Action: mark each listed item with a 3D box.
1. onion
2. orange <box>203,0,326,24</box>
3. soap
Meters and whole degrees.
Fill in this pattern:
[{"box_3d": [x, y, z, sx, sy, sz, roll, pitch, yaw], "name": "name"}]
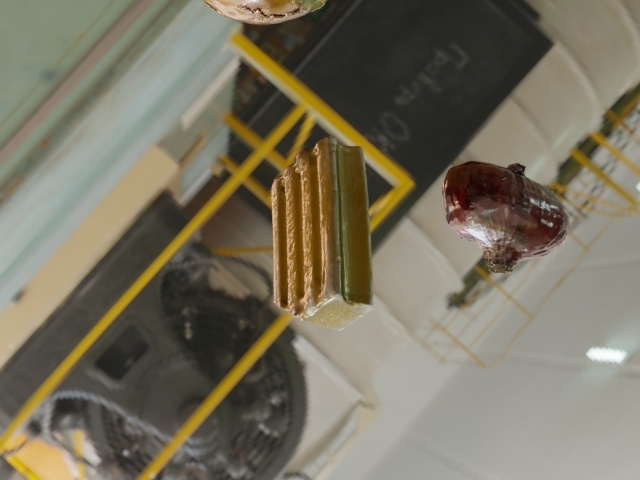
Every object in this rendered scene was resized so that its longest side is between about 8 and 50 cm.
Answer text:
[{"box_3d": [0.272, -0.035, 1.722, 0.098, 0.206, 0.151, -21, -120, 55], "name": "onion"}, {"box_3d": [-0.072, -0.389, 1.539, 0.240, 0.240, 0.240, -48, -178, 2], "name": "orange"}, {"box_3d": [0.000, 0.000, 1.565, 0.140, 0.073, 0.232, -39, -135, 47], "name": "soap"}]
